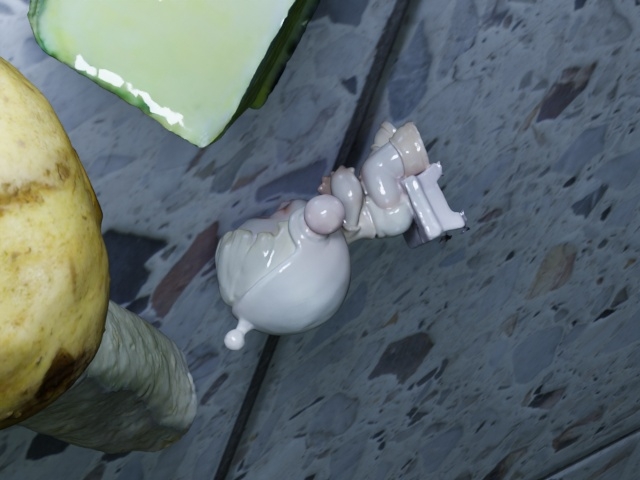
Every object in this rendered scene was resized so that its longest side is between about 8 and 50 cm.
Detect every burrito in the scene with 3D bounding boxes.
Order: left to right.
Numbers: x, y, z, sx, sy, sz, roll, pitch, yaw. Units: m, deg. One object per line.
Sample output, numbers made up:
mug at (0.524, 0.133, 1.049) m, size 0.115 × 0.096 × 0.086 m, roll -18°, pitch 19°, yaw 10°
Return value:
burrito at (-0.216, 0.118, 1.542) m, size 0.143 × 0.105 × 0.299 m, roll -41°, pitch 155°, yaw 7°

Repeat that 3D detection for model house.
model house at (-0.078, -0.205, 1.265) m, size 0.194 × 0.170 × 0.211 m, roll -63°, pitch 175°, yaw 22°

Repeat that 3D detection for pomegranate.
pomegranate at (-0.269, 0.001, 1.137) m, size 0.281 × 0.281 × 0.281 m, roll -32°, pitch 151°, yaw -20°

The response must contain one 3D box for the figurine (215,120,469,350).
figurine at (0.004, 0.008, 1.650) m, size 0.256 × 0.182 × 0.145 m, roll -30°, pitch 109°, yaw -9°
